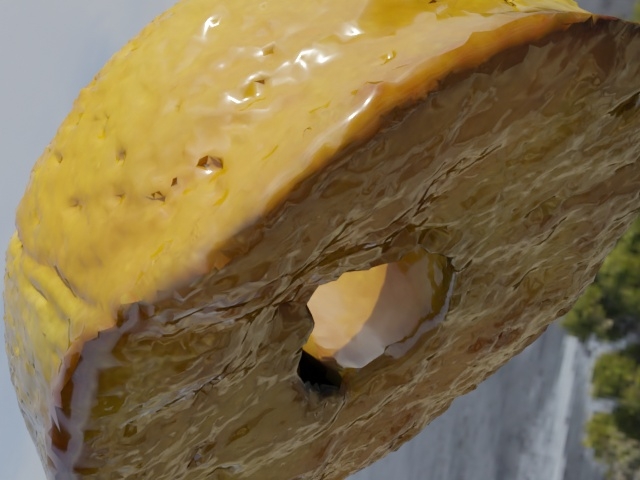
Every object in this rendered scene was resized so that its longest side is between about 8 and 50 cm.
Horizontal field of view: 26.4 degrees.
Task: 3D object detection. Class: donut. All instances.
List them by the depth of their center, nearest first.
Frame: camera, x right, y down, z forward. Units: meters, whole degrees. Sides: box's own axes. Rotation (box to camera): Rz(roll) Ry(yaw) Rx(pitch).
[{"bbox_3d":[0.000,0.000,0.542,0.110,0.303,0.303,52,150,25],"label":"donut"}]
